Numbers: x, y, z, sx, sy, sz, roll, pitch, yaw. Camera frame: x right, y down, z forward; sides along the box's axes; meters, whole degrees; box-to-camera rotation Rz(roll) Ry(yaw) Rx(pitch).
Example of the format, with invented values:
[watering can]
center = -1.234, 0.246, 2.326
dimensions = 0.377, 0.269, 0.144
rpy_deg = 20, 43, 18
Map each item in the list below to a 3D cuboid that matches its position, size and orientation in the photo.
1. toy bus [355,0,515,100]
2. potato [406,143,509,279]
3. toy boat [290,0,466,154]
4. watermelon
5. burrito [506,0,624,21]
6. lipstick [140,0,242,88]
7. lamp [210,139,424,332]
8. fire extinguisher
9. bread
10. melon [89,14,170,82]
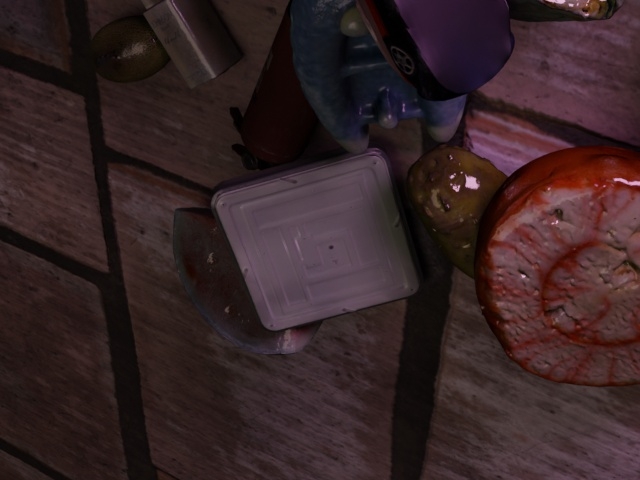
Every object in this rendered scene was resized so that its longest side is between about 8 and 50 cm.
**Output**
[toy bus]
center = 0.087, -0.296, 1.057
dimensions = 0.302, 0.127, 0.147
rpy_deg = 60, 176, -30
[potato]
center = 0.218, -0.028, 1.409
dimensions = 0.251, 0.113, 0.149
rpy_deg = 40, 132, -18
[toy boat]
center = 0.073, -0.215, 1.269
dimensions = 0.215, 0.123, 0.330
rpy_deg = -4, 141, 9
[watermelon]
center = -0.100, 0.040, 1.730
dimensions = 0.318, 0.148, 0.226
rpy_deg = 49, 122, 14
[burrito]
center = 0.220, -0.281, 1.127
dimensions = 0.144, 0.089, 0.229
rpy_deg = 24, -176, -14
[lipstick]
center = -0.219, -0.350, 1.506
dimensions = 0.079, 0.077, 0.253
rpy_deg = -17, 113, 45
[lamp]
center = 0.000, 0.000, 1.551
dimensions = 0.269, 0.047, 0.266
rpy_deg = -16, 120, 7
[fire extinguisher]
center = -0.059, -0.211, 1.488
dimensions = 0.147, 0.106, 0.337
rpy_deg = 57, 143, 22
[bread]
center = 0.342, 0.040, 1.298
dimensions = 0.295, 0.114, 0.327
rpy_deg = -16, 121, 23
[melon]
center = -0.289, -0.295, 1.594
dimensions = 0.162, 0.099, 0.099
rpy_deg = -6, 119, 40
